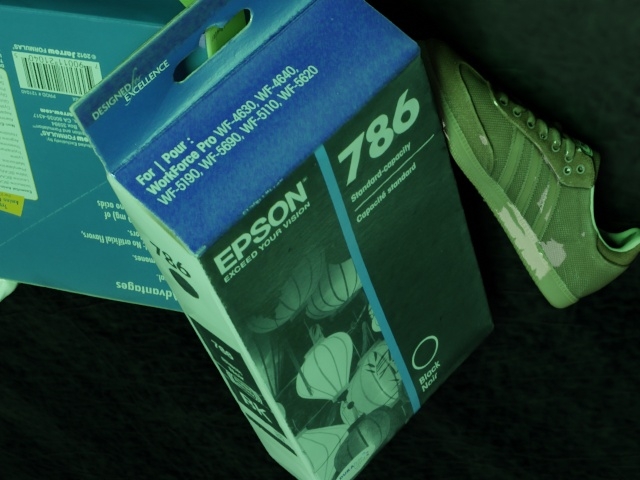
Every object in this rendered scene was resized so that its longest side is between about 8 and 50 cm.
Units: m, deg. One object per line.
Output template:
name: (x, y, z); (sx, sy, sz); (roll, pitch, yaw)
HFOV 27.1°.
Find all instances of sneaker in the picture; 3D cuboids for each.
sneaker: (0.120, -0.050, 0.770); (0.071, 0.066, 0.188); (-31, 113, 11)

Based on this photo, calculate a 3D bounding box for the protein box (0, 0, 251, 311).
protein box: (-0.121, -0.082, 0.781); (0.199, 0.136, 0.201); (9, 133, 16)

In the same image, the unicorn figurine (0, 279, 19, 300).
unicorn figurine: (-0.231, 0.010, 0.950); (0.162, 0.111, 0.060); (-41, 88, 29)

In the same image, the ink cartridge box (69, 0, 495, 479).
ink cartridge box: (0.000, 0.000, 0.731); (0.065, 0.165, 0.333); (33, 160, 37)
